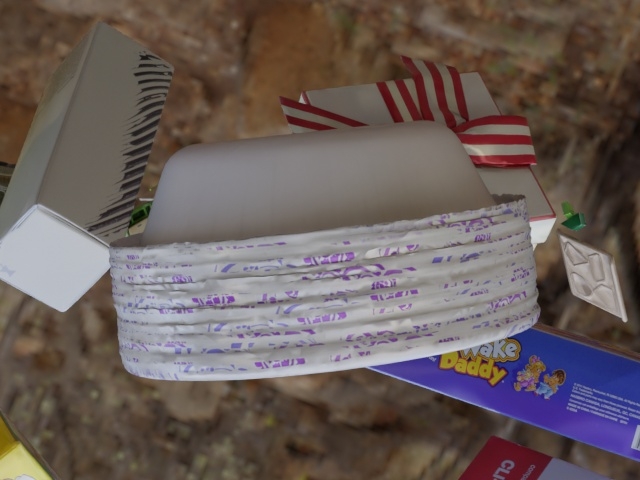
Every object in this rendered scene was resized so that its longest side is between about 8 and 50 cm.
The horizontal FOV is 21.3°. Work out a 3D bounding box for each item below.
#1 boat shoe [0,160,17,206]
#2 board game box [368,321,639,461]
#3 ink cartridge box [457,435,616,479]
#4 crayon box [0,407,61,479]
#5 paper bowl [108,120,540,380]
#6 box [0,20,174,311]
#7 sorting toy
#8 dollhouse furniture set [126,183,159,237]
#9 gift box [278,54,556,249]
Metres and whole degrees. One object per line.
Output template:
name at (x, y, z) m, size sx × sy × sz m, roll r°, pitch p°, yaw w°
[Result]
boat shoe at (-0.404, -0.058, 2.081) m, size 0.224 × 0.080 × 0.073 m, roll 1°, pitch -170°, yaw -22°
board game box at (0.190, 0.114, 1.513) m, size 0.347 × 0.078 × 0.233 m, roll 17°, pitch -179°, yaw 27°
ink cartridge box at (0.242, 0.306, 1.428) m, size 0.273 × 0.114 × 0.197 m, roll 17°, pitch 134°, yaw 29°
crayon box at (-0.426, 0.363, 1.930) m, size 0.106 × 0.313 × 0.363 m, roll 46°, pitch 168°, yaw 31°
paper bowl at (0.000, 0.000, 1.143) m, size 0.284 × 0.148 × 0.284 m, roll -6°, pitch -177°, yaw 0°
box at (-0.225, -0.074, 1.604) m, size 0.094 × 0.113 × 0.275 m, roll 32°, pitch -139°, yaw -21°
sorting toy at (0.186, 0.012, 1.173) m, size 0.062 × 0.012 × 0.083 m, roll 34°, pitch 150°, yaw 50°
dollhouse furniture set at (-0.181, -0.027, 2.111) m, size 0.152 × 0.076 × 0.058 m, roll 1°, pitch -155°, yaw 39°
gift box at (0.081, -0.051, 1.915) m, size 0.255 × 0.258 × 0.276 m, roll -13°, pitch -123°, yaw -25°
